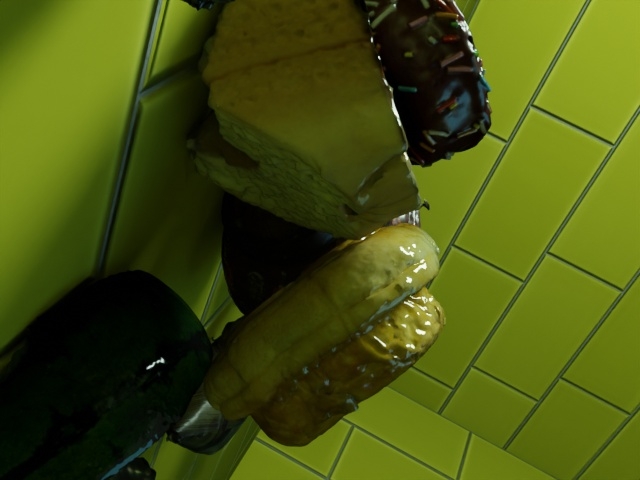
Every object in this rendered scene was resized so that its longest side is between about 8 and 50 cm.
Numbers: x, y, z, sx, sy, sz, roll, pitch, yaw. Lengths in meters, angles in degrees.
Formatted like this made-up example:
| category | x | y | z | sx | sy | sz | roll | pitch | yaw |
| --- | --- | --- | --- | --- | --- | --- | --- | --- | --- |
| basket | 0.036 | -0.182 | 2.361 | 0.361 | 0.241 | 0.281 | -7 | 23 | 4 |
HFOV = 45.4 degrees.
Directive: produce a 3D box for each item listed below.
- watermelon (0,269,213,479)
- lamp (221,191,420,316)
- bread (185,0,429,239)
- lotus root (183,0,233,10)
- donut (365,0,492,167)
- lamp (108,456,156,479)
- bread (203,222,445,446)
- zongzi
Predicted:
| category | x | y | z | sx | sy | sz | roll | pitch | yaw |
| --- | --- | --- | --- | --- | --- | --- | --- | --- | --- |
| watermelon | -0.174 | 0.111 | 0.583 | 0.129 | 0.123 | 0.301 | -40 | -174 | 37 |
| lamp | 0.000 | 0.000 | 0.870 | 0.247 | 0.247 | 0.247 | -61 | 173 | -12 |
| bread | 0.021 | -0.116 | 0.611 | 0.224 | 0.211 | 0.183 | -56 | 166 | -9 |
| lotus root | -0.018 | -0.210 | 0.371 | 0.209 | 0.120 | 0.120 | -64 | 173 | 10 |
| donut | 0.075 | -0.178 | 0.808 | 0.089 | 0.235 | 0.235 | -36 | 167 | -13 |
| lamp | -0.223 | 0.246 | 0.577 | 0.250 | 0.101 | 0.101 | -43 | 177 | 12 |
| bread | 0.010 | 0.082 | 0.674 | 0.236 | 0.120 | 0.198 | -40 | 174 | 17 |
| zongzi | -0.139 | 0.190 | 1.071 | 0.221 | 0.112 | 0.242 | -59 | 172 | -15 |
